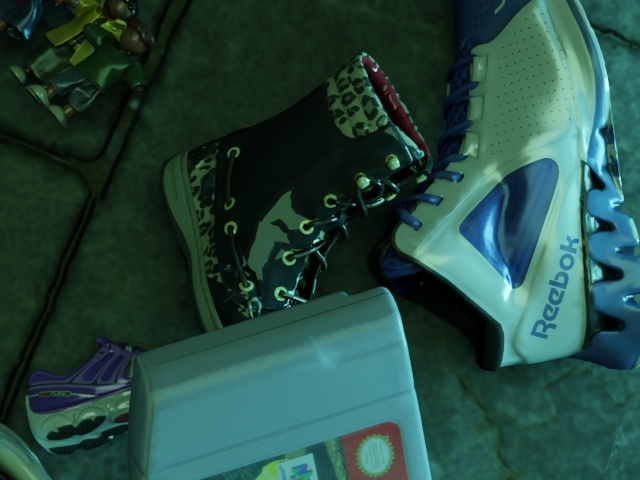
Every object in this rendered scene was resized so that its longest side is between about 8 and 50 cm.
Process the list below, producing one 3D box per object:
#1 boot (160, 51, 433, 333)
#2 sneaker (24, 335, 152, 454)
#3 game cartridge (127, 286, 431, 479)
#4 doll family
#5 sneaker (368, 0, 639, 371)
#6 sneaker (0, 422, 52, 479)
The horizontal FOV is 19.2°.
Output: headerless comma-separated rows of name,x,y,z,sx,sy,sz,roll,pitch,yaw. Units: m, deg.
boot,-0.001,-0.001,1.294,0.179,0.085,0.236,-32,60,17
sneaker,-0.125,0.094,1.333,0.170,0.068,0.071,-12,63,-15
game cartridge,-0.022,0.184,1.252,0.196,0.060,0.294,-15,120,-6
doll family,-0.191,-0.170,1.367,0.111,0.076,0.193,-41,84,-7
sneaker,0.115,-0.044,1.355,0.182,0.127,0.315,-13,83,-12
sneaker,-0.189,0.260,1.249,0.114,0.152,0.305,-26,85,-13
